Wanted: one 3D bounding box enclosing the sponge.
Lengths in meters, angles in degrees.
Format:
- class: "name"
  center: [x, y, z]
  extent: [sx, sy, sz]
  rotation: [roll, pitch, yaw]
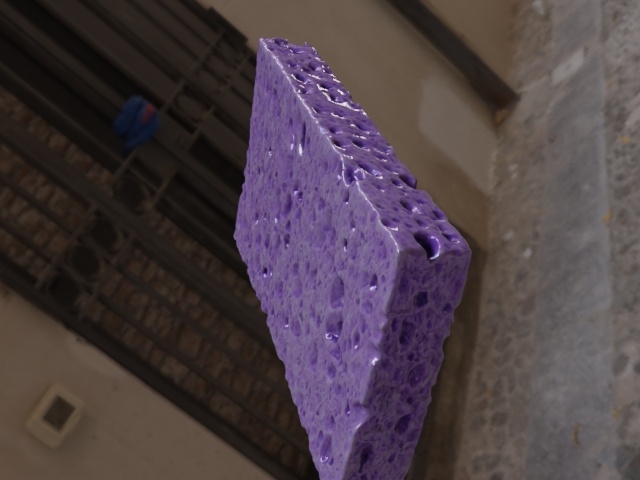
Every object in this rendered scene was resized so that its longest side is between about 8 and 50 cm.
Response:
- class: "sponge"
  center: [0.000, 0.000, 0.411]
  extent: [0.210, 0.031, 0.117]
  rotation: [-118, 34, -55]
